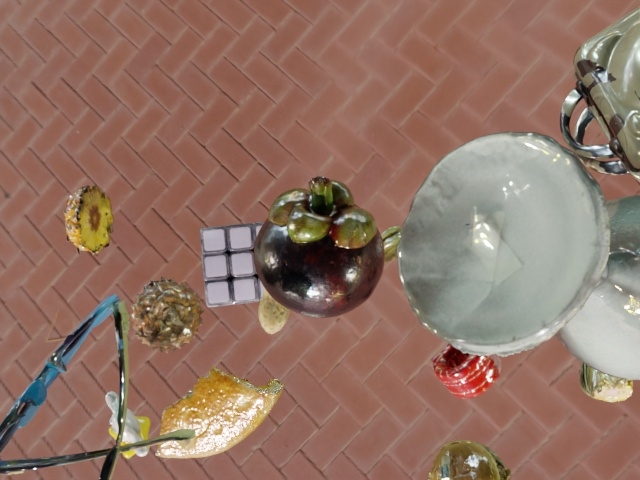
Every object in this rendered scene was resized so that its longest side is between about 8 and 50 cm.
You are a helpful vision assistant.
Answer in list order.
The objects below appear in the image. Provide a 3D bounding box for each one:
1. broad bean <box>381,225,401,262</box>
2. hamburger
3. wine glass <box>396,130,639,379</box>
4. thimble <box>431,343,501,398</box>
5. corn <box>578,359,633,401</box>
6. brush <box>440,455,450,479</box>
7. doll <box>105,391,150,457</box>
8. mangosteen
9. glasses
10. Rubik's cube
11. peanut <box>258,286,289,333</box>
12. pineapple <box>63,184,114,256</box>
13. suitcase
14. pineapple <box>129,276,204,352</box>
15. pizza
[{"bbox_3d":[0.261,0.033,1.823,0.153,0.207,0.072,-12,56,-12],"label":"broad bean"},{"bbox_3d":[0.290,0.490,0.986,0.185,0.131,0.159,-42,48,12],"label":"hamburger"},{"bbox_3d":[0.295,0.028,0.567,0.267,0.406,0.267,-17,66,46],"label":"wine glass"},{"bbox_3d":[0.454,0.386,1.510,0.189,0.163,0.125,-39,102,13],"label":"thimble"},{"bbox_3d":[0.756,0.282,1.303,0.123,0.122,0.305,3,47,20],"label":"corn"},{"bbox_3d":[0.226,0.408,0.886,0.016,0.083,0.013,-21,86,15],"label":"brush"},{"bbox_3d":[-0.356,0.355,0.921,0.071,0.113,0.135,-32,39,-27],"label":"doll"},{"bbox_3d":[0.001,0.011,1.073,0.300,0.300,0.300,-1,83,12],"label":"mangosteen"},{"bbox_3d":[-0.255,0.190,0.534,0.207,0.102,0.239,33,86,23],"label":"glasses"},{"bbox_3d":[-0.298,0.088,1.931,0.303,0.305,0.301,-4,89,-5],"label":"Rubik's cube"},{"bbox_3d":[-0.145,0.187,1.653,0.123,0.123,0.257,7,78,13],"label":"peanut"},{"bbox_3d":[-0.674,-0.059,1.411,0.076,0.225,0.225,0,84,5],"label":"pineapple"},{"bbox_3d":[0.610,-0.259,0.872,0.339,0.194,0.352,-30,50,32],"label":"suitcase"},{"bbox_3d":[-0.340,0.164,1.088,0.166,0.193,0.166,3,81,-18],"label":"pineapple"},{"bbox_3d":[-0.187,0.306,0.861,0.271,0.056,0.134,-41,92,12],"label":"pizza"}]
